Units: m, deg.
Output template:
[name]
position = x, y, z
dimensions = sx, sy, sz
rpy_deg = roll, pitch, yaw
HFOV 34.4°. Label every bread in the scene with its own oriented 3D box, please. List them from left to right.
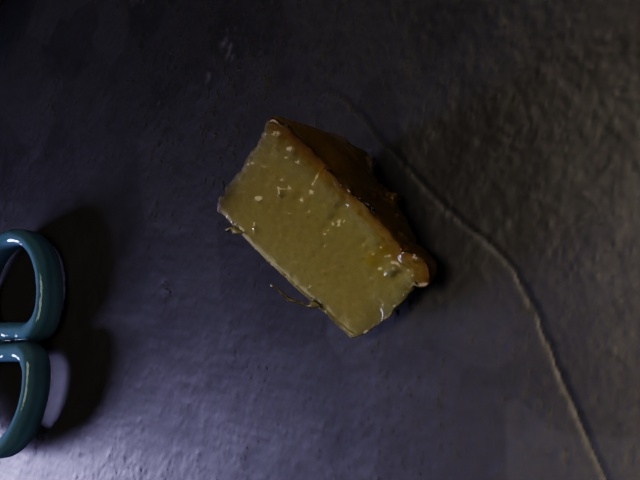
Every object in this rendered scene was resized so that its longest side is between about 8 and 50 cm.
[bread]
position = 0.000, 0.000, 0.596
dimensions = 0.084, 0.080, 0.109
rpy_deg = -50, 49, 28

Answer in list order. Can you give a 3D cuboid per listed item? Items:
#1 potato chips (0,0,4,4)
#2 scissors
[potato chips]
position = -0.373, -0.252, 1.008
dimensions = 0.208, 0.062, 0.195
rpy_deg = -32, 64, 6
[scissors]
position = -0.380, 0.098, 0.982
dimensions = 0.447, 0.029, 0.193
rpy_deg = -6, 76, 43
